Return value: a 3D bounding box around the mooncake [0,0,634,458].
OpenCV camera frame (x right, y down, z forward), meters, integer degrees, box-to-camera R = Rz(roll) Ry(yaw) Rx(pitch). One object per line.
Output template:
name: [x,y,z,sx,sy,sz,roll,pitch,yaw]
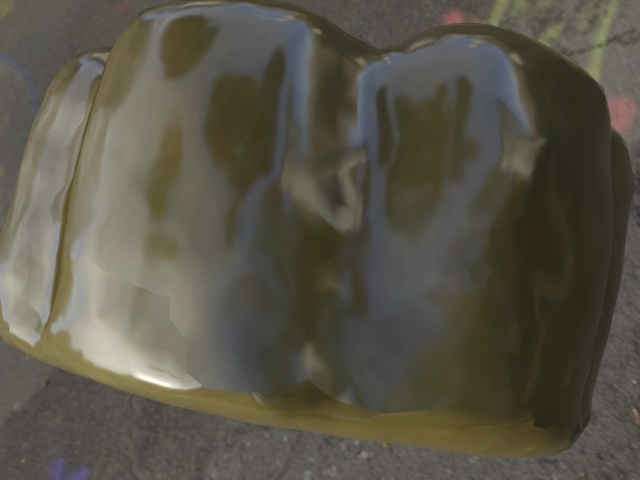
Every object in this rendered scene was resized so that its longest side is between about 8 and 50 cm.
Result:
mooncake: [0.000,0.000,0.716,0.467,0.467,0.262,4,85,44]
